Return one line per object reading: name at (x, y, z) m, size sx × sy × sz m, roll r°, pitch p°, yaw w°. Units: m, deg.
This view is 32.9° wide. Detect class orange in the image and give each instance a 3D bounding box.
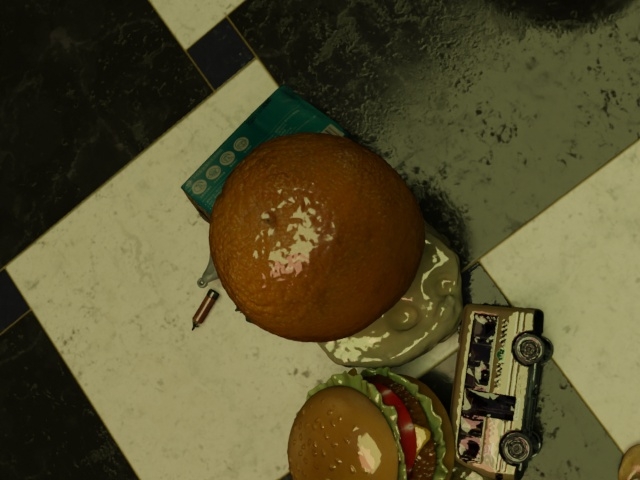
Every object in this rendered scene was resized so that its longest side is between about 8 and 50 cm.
orange at (0.000, 0.000, 1.685) m, size 0.322 × 0.357 × 0.322 m, roll -7°, pitch 75°, yaw 29°

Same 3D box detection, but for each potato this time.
potato at (0.527, 0.378, 1.785) m, size 0.083 × 0.062 × 0.068 m, roll -47°, pitch 48°, yaw -9°

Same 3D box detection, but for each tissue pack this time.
tissue pack at (-0.085, -0.110, 1.908) m, size 0.271 × 0.134 × 0.192 m, roll -45°, pitch 57°, yaw -7°

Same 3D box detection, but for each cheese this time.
cheese at (0.096, 0.064, 1.897) m, size 0.318 × 0.115 × 0.326 m, roll 4°, pitch 88°, yaw 16°

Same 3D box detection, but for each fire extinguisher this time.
fire extinguisher at (-0.219, 0.131, 2.027) m, size 0.022 × 0.028 × 0.083 m, roll 31°, pitch 95°, yaw -9°

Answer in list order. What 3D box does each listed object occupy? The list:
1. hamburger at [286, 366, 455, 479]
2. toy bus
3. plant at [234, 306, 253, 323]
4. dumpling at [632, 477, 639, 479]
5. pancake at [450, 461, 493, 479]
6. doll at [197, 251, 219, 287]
hamburger at (0.066, 0.347, 1.782) m, size 0.274 × 0.212 × 0.274 m, roll 6°, pitch 98°, yaw 47°
toy bus at (0.295, 0.251, 1.818) m, size 0.157 × 0.139 × 0.289 m, roll 7°, pitch 88°, yaw 20°
plant at (-0.129, 0.123, 1.993) m, size 0.102 × 0.051 × 0.051 m, roll 30°, pitch 95°, yaw 26°
dumpling at (0.571, 0.449, 1.744) m, size 0.199 × 0.118 × 0.136 m, roll 26°, pitch 131°, yaw 10°
pancake at (0.208, 0.492, 1.874) m, size 0.242 × 0.050 × 0.242 m, roll -1°, pitch 87°, yaw 17°
doll at (-0.143, 0.004, 1.988) m, size 0.227 × 0.075 × 0.102 m, roll -47°, pitch 62°, yaw -1°
